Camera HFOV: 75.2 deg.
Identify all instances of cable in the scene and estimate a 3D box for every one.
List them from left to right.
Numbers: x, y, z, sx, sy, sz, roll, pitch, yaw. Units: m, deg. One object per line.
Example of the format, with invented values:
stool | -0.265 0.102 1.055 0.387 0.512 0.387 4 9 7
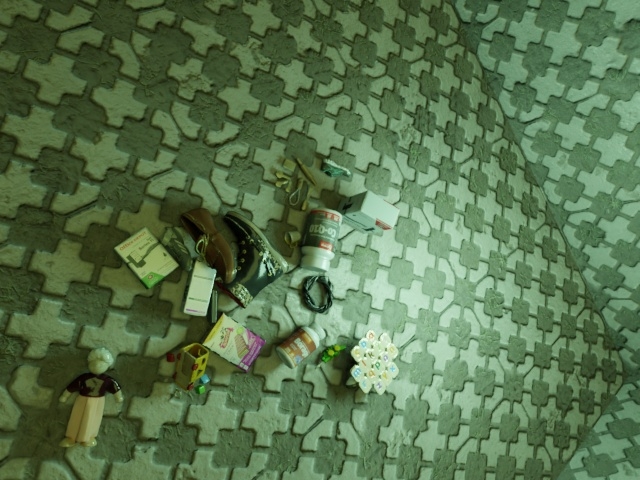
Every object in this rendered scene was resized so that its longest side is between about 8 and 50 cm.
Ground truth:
cable | -0.011 0.261 2.003 0.151 0.047 0.184 0 84 -26

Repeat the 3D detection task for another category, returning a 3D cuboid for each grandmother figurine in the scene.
grandmother figurine | -0.838 0.569 1.533 0.208 0.104 0.342 13 80 -33

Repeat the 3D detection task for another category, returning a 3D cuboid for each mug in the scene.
mug | -0.131 -0.012 1.984 0.064 0.078 0.062 -16 58 -35

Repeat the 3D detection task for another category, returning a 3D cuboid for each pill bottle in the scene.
pill bottle | -0.086 0.471 1.897 0.216 0.121 0.121 -36 99 -25
pill bottle | 0.000 0.000 1.979 0.161 0.161 0.283 18 76 -23

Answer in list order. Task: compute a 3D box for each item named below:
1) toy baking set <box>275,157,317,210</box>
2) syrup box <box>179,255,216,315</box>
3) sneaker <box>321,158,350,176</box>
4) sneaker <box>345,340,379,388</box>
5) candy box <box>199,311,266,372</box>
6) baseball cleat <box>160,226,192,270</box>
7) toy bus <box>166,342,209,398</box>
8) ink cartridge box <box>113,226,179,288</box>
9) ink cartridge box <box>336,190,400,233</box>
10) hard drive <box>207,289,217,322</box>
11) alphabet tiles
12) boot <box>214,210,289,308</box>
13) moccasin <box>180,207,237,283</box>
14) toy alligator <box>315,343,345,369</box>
toy baking set | -0.115 -0.278 2.038 0.197 0.030 0.256 -44 102 -21
syrup box | -0.510 0.193 1.743 0.096 0.093 0.236 17 76 -24
sneaker | 0.074 -0.354 2.129 0.167 0.065 0.076 23 90 -18
sneaker | 0.207 0.600 2.042 0.270 0.090 0.144 -24 93 -30
candy box | -0.375 0.436 1.789 0.233 0.071 0.159 37 70 -16
baseball cleat | -0.597 0.036 1.706 0.109 0.072 0.205 4 52 -50
toy bus | -0.519 0.519 1.686 0.104 0.202 0.190 -16 84 -58
ink cartridge box | -0.700 0.070 1.671 0.153 0.087 0.208 -43 101 -25
ink cartridge box | 0.222 -0.132 2.046 0.197 0.273 0.114 28 76 -20
hard drive | -0.457 0.277 1.757 0.022 0.094 0.135 3 82 -26
alphabet tiles | 0.262 0.588 2.011 0.284 0.021 0.278 -41 105 -30
boot | -0.350 0.085 1.819 0.284 0.138 0.377 -48 109 -23
moccasin | -0.457 0.018 1.686 0.147 0.139 0.380 -14 62 -39
toy alligator | 0.037 0.545 1.989 0.190 0.056 0.051 -30 54 -25
